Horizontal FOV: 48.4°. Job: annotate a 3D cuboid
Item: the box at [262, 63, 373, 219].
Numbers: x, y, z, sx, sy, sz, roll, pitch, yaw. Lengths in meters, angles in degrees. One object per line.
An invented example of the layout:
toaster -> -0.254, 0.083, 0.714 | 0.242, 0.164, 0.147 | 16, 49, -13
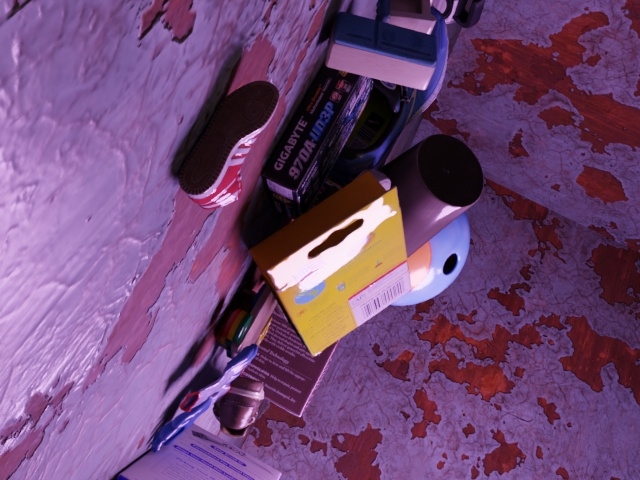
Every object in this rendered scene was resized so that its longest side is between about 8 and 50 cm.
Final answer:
box -> 0.003, -0.144, 0.941 | 0.220, 0.051, 0.175 | -62, 174, -9

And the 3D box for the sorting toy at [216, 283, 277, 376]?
sorting toy -> -0.117, 0.127, 1.128 | 0.132, 0.046, 0.274 | -60, 173, -23

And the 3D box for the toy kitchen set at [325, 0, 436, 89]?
toy kitchen set -> 0.089, -0.313, 0.816 | 0.166, 0.122, 0.207 | 109, -10, -51

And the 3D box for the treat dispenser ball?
treat dispenser ball -> 0.161, -0.010, 1.470 | 0.288, 0.288, 0.288 | -62, 174, -11

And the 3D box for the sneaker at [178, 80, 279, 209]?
sneaker -> -0.074, -0.078, 0.610 | 0.118, 0.042, 0.067 | -54, 168, -11

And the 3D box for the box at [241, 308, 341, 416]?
box -> -0.063, 0.236, 1.494 | 0.203, 0.167, 0.168 | -62, 174, -7

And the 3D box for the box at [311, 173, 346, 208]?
box -> 0.005, -0.067, 1.060 | 0.062, 0.083, 0.052 | 12, 110, -42

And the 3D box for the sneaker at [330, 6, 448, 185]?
sneaker -> 0.115, -0.239, 1.132 | 0.330, 0.129, 0.147 | -62, 176, -11

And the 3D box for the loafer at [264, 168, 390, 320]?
loafer -> 0.000, 0.000, 1.166 | 0.112, 0.111, 0.319 | -17, 148, -54

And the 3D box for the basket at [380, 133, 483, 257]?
basket -> 0.154, -0.072, 1.195 | 0.227, 0.154, 0.204 | -39, -155, 56

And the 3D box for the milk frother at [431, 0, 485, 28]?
milk frother -> 0.241, -0.477, 1.413 | 0.143, 0.129, 0.135 | -18, 166, -6

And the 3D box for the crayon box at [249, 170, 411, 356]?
crayon box -> 0.024, 0.032, 1.023 | 0.202, 0.081, 0.318 | -33, 152, -8

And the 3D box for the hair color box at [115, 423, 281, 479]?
hair color box -> -0.182, 0.386, 1.049 | 0.110, 0.185, 0.339 | -63, 174, 1

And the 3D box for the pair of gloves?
pair of gloves -> -0.168, 0.226, 1.023 | 0.198, 0.023, 0.159 | -51, 169, 33

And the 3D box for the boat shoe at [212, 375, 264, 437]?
boat shoe -> -0.150, 0.288, 1.222 | 0.257, 0.095, 0.095 | 105, -3, -74
